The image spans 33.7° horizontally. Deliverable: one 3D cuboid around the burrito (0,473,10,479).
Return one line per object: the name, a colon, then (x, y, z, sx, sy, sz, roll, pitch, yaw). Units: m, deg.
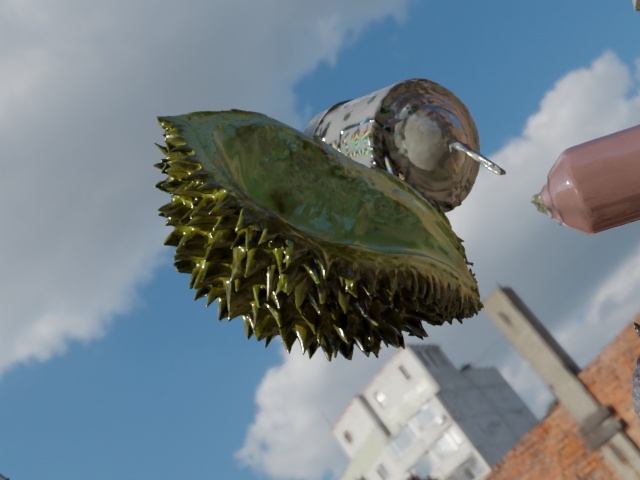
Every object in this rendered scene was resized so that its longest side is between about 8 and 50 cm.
burrito: (-0.382, 0.299, 1.169, 0.105, 0.299, 0.143, -58, -31, -14)

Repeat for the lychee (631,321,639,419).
lychee: (0.411, 0.151, 1.124, 0.197, 0.165, 0.165, 39, -74, -18)

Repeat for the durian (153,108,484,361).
durian: (-0.005, 0.007, 1.094, 0.394, 0.198, 0.163, 20, -44, -15)

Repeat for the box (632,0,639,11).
box: (0.419, -0.282, 1.031, 0.233, 0.149, 0.067, 0, -53, 9)

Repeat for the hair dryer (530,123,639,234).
hair dryer: (0.288, -0.090, 0.608, 0.352, 0.125, 0.210, -19, -59, 6)

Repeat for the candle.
candle: (0.113, -0.113, 1.382, 0.187, 0.187, 0.330, -18, 4, -32)
